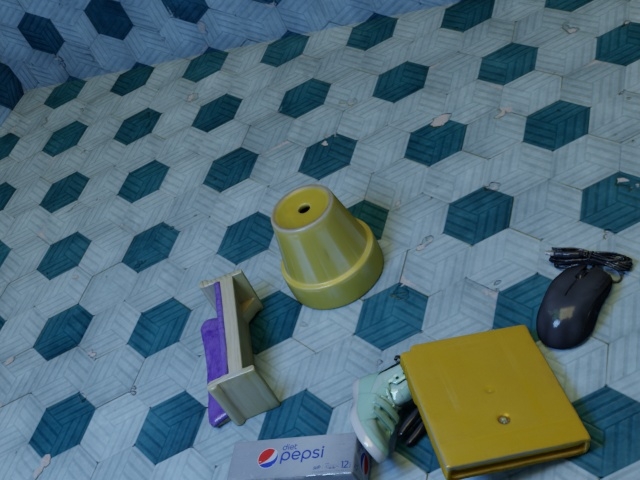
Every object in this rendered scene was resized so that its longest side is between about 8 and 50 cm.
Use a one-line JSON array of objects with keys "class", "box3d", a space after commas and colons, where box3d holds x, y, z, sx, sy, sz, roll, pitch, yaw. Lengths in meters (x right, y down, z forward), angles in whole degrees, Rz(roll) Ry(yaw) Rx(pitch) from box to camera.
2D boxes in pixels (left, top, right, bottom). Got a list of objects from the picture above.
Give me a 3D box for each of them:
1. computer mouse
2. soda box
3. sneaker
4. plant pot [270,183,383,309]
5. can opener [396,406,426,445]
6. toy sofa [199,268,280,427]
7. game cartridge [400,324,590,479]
[{"class": "computer mouse", "box3d": [0.535, 0.108, 1.966, 0.188, 0.072, 0.272, 7, 51, 35]}, {"class": "soda box", "box3d": [-0.044, 0.469, 1.908, 0.286, 0.091, 0.098, -11, 44, 22]}, {"class": "sneaker", "box3d": [0.144, 0.335, 1.894, 0.151, 0.094, 0.256, -32, 24, 14]}, {"class": "plant pot", "box3d": [0.000, 0.000, 2.268, 0.254, 0.239, 0.254, -16, 41, 14]}, {"class": "can opener", "box3d": [0.225, 0.347, 1.918, 0.059, 0.073, 0.186, 34, 67, 5]}, {"class": "toy sofa", "box3d": [-0.223, 0.254, 2.198, 0.177, 0.150, 0.362, -22, 40, 7]}, {"class": "game cartridge", "box3d": [0.332, 0.310, 1.824, 0.285, 0.053, 0.324, -9, 37, -8]}]
